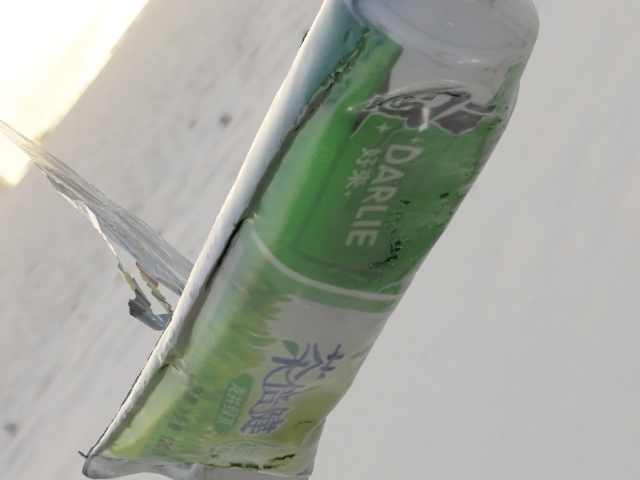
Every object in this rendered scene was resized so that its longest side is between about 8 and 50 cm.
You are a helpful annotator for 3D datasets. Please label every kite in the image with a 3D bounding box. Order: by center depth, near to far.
[{"bbox_3d":[-0.074,0.018,0.820,0.015,0.169,0.310,-49,32,2],"label":"kite"}]

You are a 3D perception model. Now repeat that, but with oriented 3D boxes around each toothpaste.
[{"bbox_3d":[0.000,0.000,0.458,0.248,0.078,0.047,118,152,-44],"label":"toothpaste"}]
